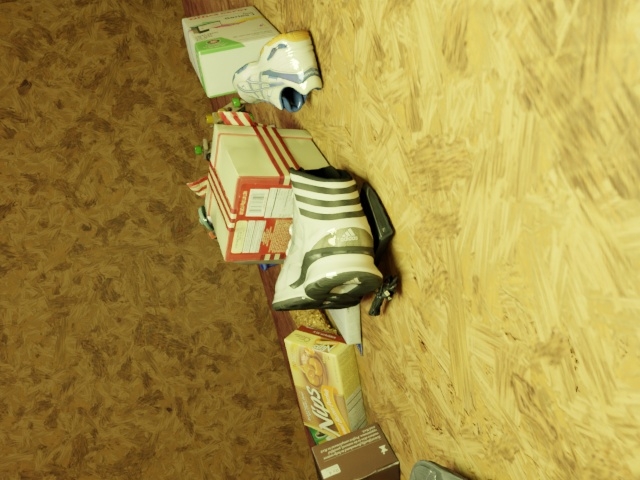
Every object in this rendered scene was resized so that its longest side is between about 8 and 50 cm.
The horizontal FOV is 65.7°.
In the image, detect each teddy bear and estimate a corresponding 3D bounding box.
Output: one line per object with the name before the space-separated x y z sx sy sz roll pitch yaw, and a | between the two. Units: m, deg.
teddy bear | -0.007 0.284 1.546 0.337 0.113 0.245 62 171 16

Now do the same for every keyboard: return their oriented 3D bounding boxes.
keyboard | 0.094 0.047 0.954 0.317 0.033 0.201 99 158 -64

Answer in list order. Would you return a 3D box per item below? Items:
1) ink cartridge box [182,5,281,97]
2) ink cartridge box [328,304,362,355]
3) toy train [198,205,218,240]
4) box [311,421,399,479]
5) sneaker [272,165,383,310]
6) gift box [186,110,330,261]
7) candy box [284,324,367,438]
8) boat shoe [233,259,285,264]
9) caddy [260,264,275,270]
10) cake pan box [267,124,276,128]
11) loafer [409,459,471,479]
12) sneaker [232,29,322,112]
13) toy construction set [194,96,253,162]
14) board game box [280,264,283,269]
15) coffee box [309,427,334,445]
ink cartridge box | -0.221 -0.482 1.248 0.278 0.202 0.117 -120 18 -47
ink cartridge box | 0.042 0.153 1.265 0.223 0.045 0.223 -124 21 -52
toy train | -0.233 -0.039 1.448 0.190 0.142 0.334 61 -174 0
box | 0.103 0.685 1.328 0.143 0.191 0.381 -124 22 -53
sneaker | 0.001 0.000 0.994 0.447 0.169 0.257 135 133 -68
gift box | -0.141 -0.126 1.114 0.258 0.277 0.255 61 140 46
candy box | 0.018 0.408 1.401 0.183 0.088 0.316 9 120 38
boat shoe | -0.141 -0.027 1.312 0.341 0.127 0.158 10 -120 -57
caddy | -0.214 -0.049 1.800 0.341 0.179 0.241 -120 18 -45
cake pan box | -0.142 -0.182 1.520 0.245 0.070 0.266 93 166 -51
loafer | 0.236 0.400 0.710 0.302 0.095 0.108 178 107 -72
sneaker | -0.098 -0.324 1.053 0.296 0.112 0.130 -6 107 64
toy construction set | -0.399 -0.429 1.980 0.309 0.238 0.257 -135 31 -65
board game box | -0.086 0.079 1.590 0.259 0.039 0.124 94 -163 -52
coffee box | 0.031 0.748 1.889 0.184 0.113 0.040 -150 43 -70
